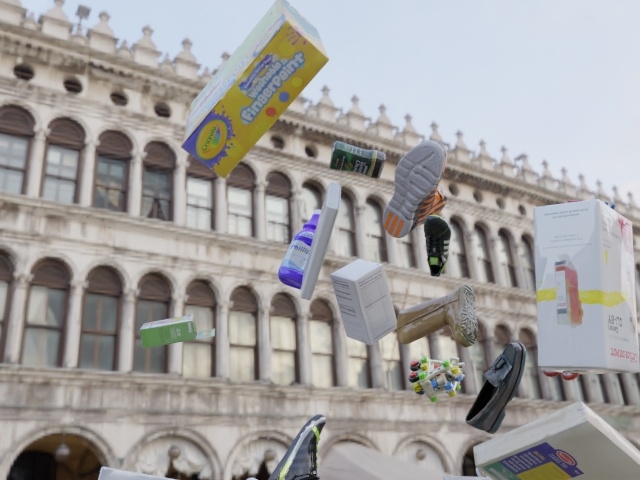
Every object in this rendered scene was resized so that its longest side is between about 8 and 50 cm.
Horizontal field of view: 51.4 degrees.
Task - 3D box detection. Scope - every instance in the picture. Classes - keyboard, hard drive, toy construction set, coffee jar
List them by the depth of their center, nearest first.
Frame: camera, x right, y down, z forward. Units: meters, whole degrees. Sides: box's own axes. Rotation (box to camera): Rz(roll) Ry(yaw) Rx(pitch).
[{"bbox_3d":[-0.388,0.583,1.539,0.256,0.072,0.014,18,-32,-19],"label":"keyboard"},{"bbox_3d":[0.000,0.000,1.998,0.040,0.203,0.307,15,-65,-4],"label":"hard drive"},{"bbox_3d":[0.127,-0.274,2.280,0.184,0.079,0.096,12,-51,-2],"label":"coffee jar"},{"bbox_3d":[0.456,0.512,2.559,0.215,0.151,0.328,-25,-6,15],"label":"toy construction set"}]

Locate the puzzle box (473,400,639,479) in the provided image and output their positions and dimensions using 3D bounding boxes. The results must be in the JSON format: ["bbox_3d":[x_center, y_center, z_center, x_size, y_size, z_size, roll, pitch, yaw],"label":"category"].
[{"bbox_3d":[0.568,0.515,1.461,0.272,0.052,0.409,-35,-60,29],"label":"puzzle box"}]

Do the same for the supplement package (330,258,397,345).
[{"bbox_3d":[0.149,0.205,2.245,0.139,0.244,0.134,-26,22,-31],"label":"supplement package"}]

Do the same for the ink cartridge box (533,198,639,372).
[{"bbox_3d":[0.643,0.124,1.597,0.160,0.384,0.279,-7,-15,39],"label":"ink cartridge box"}]

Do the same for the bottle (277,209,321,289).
[{"bbox_3d":[-0.044,0.027,2.269,0.118,0.282,0.092,18,-24,16],"label":"bottle"}]

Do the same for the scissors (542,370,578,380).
[{"bbox_3d":[0.706,0.277,1.862,0.109,0.297,0.021,-14,-61,46],"label":"scissors"}]

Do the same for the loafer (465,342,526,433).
[{"bbox_3d":[0.466,0.392,1.772,0.084,0.267,0.096,14,14,-7],"label":"loafer"}]

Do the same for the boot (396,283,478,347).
[{"bbox_3d":[0.360,0.273,2.083,0.269,0.236,0.089,-30,-62,35],"label":"boot"}]

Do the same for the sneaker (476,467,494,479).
[{"bbox_3d":[0.562,0.843,2.070,0.099,0.282,0.153,-10,-41,-44],"label":"sneaker"}]

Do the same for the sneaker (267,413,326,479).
[{"bbox_3d":[-0.037,0.516,1.537,0.097,0.234,0.084,32,-33,10],"label":"sneaker"}]

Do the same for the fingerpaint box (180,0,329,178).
[{"bbox_3d":[-0.190,-0.444,1.898,0.163,0.371,0.445,37,-71,-23],"label":"fingerpaint box"}]

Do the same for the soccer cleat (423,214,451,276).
[{"bbox_3d":[0.264,0.014,1.502,0.060,0.072,0.179,6,-36,19],"label":"soccer cleat"}]

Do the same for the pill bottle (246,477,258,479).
[{"bbox_3d":[-0.222,0.836,2.212,0.067,0.067,0.120,-5,-40,2],"label":"pill bottle"}]

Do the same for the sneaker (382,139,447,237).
[{"bbox_3d":[0.293,-0.159,1.865,0.180,0.124,0.321,-25,-30,-42],"label":"sneaker"}]

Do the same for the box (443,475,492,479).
[{"bbox_3d":[0.392,0.665,1.734,0.126,0.072,0.137,1,-8,3],"label":"box"}]

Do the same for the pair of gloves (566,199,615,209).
[{"bbox_3d":[0.734,-0.034,1.839,0.198,0.159,0.023,4,11,-15],"label":"pair of gloves"}]

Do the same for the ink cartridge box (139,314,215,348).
[{"bbox_3d":[-0.425,0.266,1.987,0.209,0.062,0.109,-9,4,-8],"label":"ink cartridge box"}]
